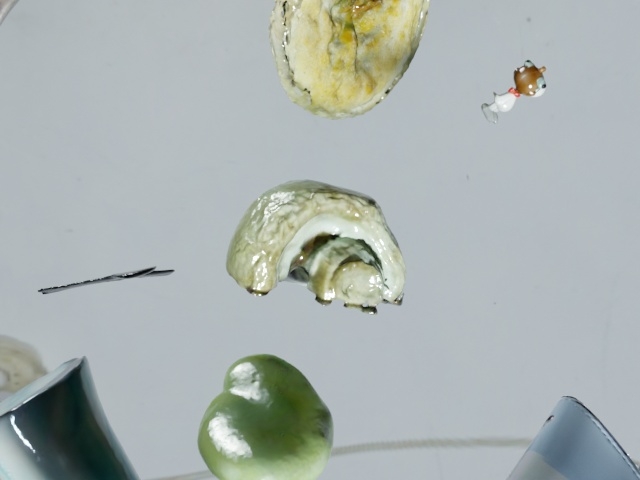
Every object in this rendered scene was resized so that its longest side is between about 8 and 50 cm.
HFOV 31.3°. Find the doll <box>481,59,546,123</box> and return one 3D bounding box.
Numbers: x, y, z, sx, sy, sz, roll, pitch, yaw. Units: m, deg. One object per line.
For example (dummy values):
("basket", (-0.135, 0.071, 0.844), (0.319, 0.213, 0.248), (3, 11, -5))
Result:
("doll", (0.225, -0.172, 1.323), (0.085, 0.058, 0.040), (-27, 70, 9))

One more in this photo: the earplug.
("earplug", (-0.300, 0.334, 1.483), (0.185, 0.185, 0.324), (-31, 96, 6))

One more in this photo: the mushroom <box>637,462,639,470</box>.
("mushroom", (0.348, 0.348, 1.168), (0.122, 0.159, 0.329), (31, 55, 9))

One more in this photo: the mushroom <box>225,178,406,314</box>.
("mushroom", (0.000, -0.001, 1.595), (0.267, 0.189, 0.164), (10, 97, -21))

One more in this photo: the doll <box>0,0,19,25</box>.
("doll", (-0.354, -0.284, 1.073), (0.370, 0.226, 0.215), (-32, 111, 11))

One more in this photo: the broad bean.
("broad bean", (-0.063, 0.232, 1.406), (0.169, 0.228, 0.100), (8, 125, 12))

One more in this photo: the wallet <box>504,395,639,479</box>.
("wallet", (0.206, 0.246, 0.930), (0.170, 0.231, 0.069), (48, 128, 5))

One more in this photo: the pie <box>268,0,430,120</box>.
("pie", (0.040, -0.257, 1.292), (0.055, 0.274, 0.274), (31, 92, 31))

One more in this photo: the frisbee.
("frisbee", (-0.301, 0.057, 1.595), (0.187, 0.211, 0.012), (-10, 88, 5))
